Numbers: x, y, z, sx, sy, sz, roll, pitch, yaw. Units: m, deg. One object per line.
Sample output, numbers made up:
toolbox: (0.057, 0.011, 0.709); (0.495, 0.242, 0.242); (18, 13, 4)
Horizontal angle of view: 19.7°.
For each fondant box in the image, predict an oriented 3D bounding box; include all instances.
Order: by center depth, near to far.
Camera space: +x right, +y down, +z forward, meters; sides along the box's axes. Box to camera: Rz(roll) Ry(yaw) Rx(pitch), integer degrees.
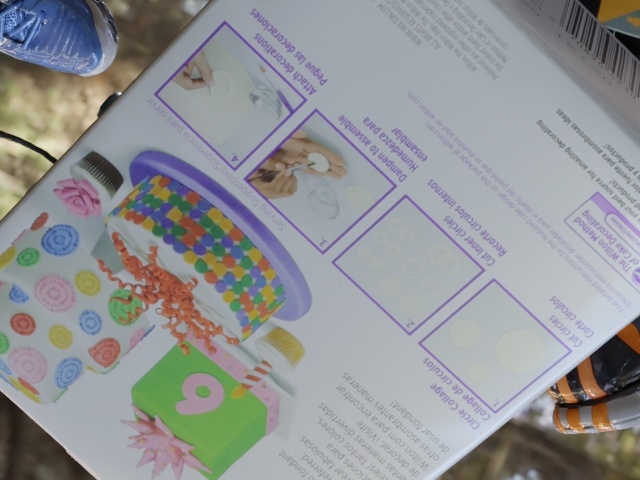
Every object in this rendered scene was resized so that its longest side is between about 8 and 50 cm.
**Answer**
fondant box: (0.000, 0.000, 0.892); (0.330, 0.238, 0.096); (-43, -171, 25)

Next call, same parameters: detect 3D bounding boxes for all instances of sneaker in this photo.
sneaker: (-0.242, -0.168, 1.281); (0.080, 0.211, 0.081); (-64, 179, 34)
sneaker: (0.292, 0.042, 1.558); (0.125, 0.321, 0.180); (-11, -88, 39)

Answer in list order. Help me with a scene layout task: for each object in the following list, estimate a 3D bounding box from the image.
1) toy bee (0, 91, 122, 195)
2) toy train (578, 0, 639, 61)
toy bee: (-0.118, -0.004, 1.115); (0.162, 0.298, 0.195); (49, -58, 33)
toy train: (0.188, -0.224, 1.035); (0.142, 0.190, 0.334); (-27, 133, -58)
